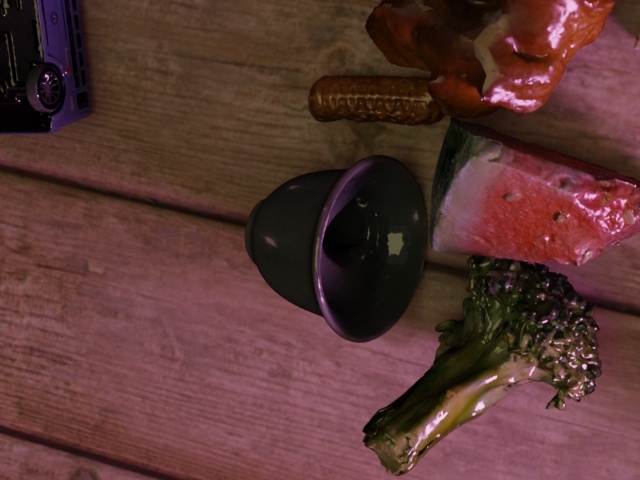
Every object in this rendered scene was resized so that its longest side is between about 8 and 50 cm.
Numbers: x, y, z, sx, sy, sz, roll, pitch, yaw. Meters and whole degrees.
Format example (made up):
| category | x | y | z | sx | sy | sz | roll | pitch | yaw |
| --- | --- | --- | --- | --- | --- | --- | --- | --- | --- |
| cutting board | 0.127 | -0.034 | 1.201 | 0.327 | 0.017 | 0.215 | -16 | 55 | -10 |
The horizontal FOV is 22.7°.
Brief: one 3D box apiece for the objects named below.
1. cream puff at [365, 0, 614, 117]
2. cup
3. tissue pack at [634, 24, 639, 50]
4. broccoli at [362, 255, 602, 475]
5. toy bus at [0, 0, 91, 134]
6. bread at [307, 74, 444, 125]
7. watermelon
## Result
| category | x | y | z | sx | sy | sz | roll | pitch | yaw |
| --- | --- | --- | --- | --- | --- | --- | --- | --- | --- |
| cream puff | 0.175 | -0.245 | 1.591 | 0.269 | 0.155 | 0.241 | -40 | 76 | 25 |
| cup | 0.000 | 0.000 | 1.715 | 0.150 | 0.199 | 0.199 | 10 | 106 | 37 |
| tissue pack | 0.361 | -0.213 | 1.593 | 0.083 | 0.035 | 0.063 | 15 | 107 | 17 |
| broccoli | 0.144 | 0.123 | 1.648 | 0.275 | 0.198 | 0.177 | -30 | 112 | -8 |
| toy bus | -0.340 | -0.270 | 1.792 | 0.126 | 0.133 | 0.292 | 1 | 104 | 26 |
| bread | 0.061 | -0.151 | 1.714 | 0.157 | 0.044 | 0.052 | 3 | 106 | 20 |
| watermelon | 0.240 | -0.039 | 1.615 | 0.257 | 0.193 | 0.139 | 11 | 106 | 5 |
